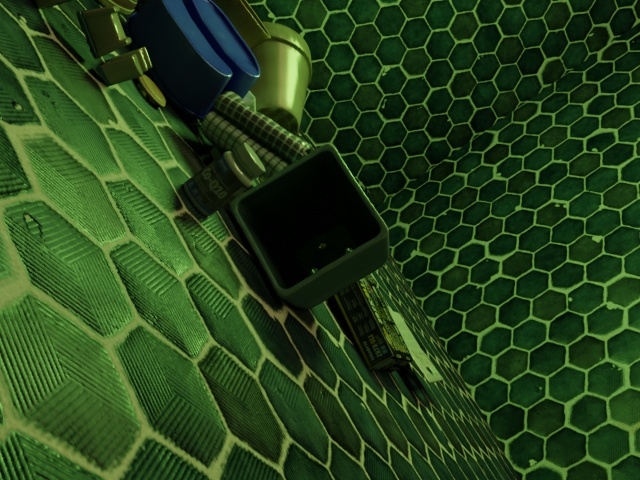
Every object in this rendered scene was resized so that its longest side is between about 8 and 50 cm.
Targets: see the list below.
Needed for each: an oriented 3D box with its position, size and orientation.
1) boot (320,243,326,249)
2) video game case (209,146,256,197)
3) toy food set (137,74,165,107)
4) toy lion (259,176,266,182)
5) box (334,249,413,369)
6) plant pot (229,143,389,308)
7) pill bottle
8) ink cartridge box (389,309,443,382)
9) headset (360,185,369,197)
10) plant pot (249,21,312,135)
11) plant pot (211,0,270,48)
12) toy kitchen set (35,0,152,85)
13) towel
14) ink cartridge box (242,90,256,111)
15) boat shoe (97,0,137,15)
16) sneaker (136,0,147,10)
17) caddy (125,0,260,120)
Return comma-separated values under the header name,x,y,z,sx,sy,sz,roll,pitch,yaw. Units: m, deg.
name,x,y,z,sx,sy,sz,roll,pitch,yaw
boot,0.020,0.045,2.085,0.085,0.059,0.158,56,16,-11
video game case,-0.173,-0.113,1.727,0.201,0.023,0.183,59,9,20
toy food set,-0.351,-0.309,1.506,0.082,0.020,0.083,44,14,-51
toy lion,-0.182,-0.211,2.046,0.100,0.034,0.096,52,1,-23
box,0.119,0.181,1.908,0.322,0.079,0.257,64,13,18
plant pot,0.000,0.000,1.545,0.248,0.247,0.252,59,0,26
pill bottle,-0.173,-0.112,1.325,0.078,0.137,0.078,53,9,-12
ink cartridge box,0.256,0.332,2.217,0.261,0.066,0.296,58,9,17
headset,-0.016,-0.158,2.215,0.394,0.185,0.243,27,27,-48
plant pot,-0.174,-0.432,2.166,0.323,0.323,0.280,45,31,-50
plant pot,-0.307,-0.575,1.988,0.237,0.254,0.237,54,8,-11
toy kitchen set,-0.404,-0.384,1.309,0.166,0.122,0.207,-102,176,-70
towel,-0.130,-0.218,1.665,0.235,0.121,0.283,33,0,4
ink cartridge box,-0.250,-0.384,1.952,0.225,0.056,0.181,53,-19,23
boat shoe,-0.493,-0.627,1.603,0.123,0.123,0.342,60,10,29
sneaker,-0.502,-0.694,2.011,0.125,0.104,0.262,33,11,-19
caddy,-0.307,-0.431,1.721,0.341,0.179,0.241,56,30,10
